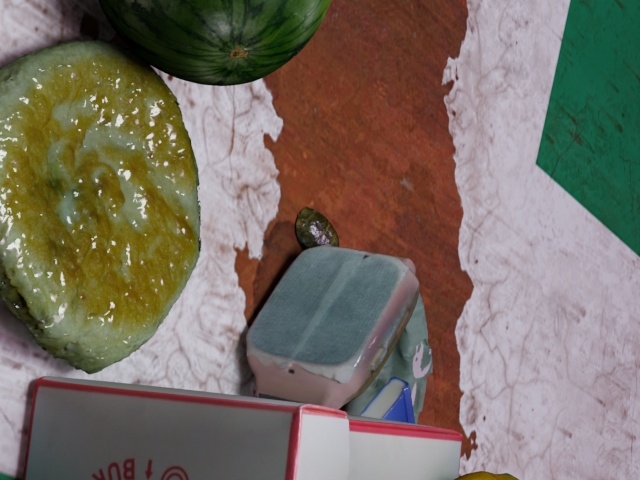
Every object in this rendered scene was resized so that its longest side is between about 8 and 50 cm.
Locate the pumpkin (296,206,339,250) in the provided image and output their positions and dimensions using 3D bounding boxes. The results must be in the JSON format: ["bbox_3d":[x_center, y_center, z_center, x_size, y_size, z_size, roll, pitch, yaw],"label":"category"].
[{"bbox_3d":[0.001,-0.001,1.790,0.083,0.028,0.050,56,51,-34],"label":"pumpkin"}]

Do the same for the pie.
[{"bbox_3d":[-0.217,-0.040,1.461,0.323,0.071,0.323,3,86,-56],"label":"pie"}]

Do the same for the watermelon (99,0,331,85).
[{"bbox_3d":[-0.099,-0.267,1.465,0.242,0.242,0.242,-4,95,-54],"label":"watermelon"}]

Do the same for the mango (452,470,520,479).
[{"bbox_3d":[0.155,0.272,1.460,0.165,0.089,0.115,23,61,-64],"label":"mango"}]

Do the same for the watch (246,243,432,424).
[{"bbox_3d":[0.037,0.161,1.749,0.253,0.162,0.241,-57,139,-29],"label":"watch"}]

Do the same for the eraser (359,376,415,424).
[{"bbox_3d":[0.073,0.194,1.671,0.063,0.027,0.084,-48,146,-30],"label":"eraser"}]

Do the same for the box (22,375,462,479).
[{"bbox_3d":[-0.076,0.303,1.461,0.300,0.312,0.314,16,78,-56],"label":"box"}]
